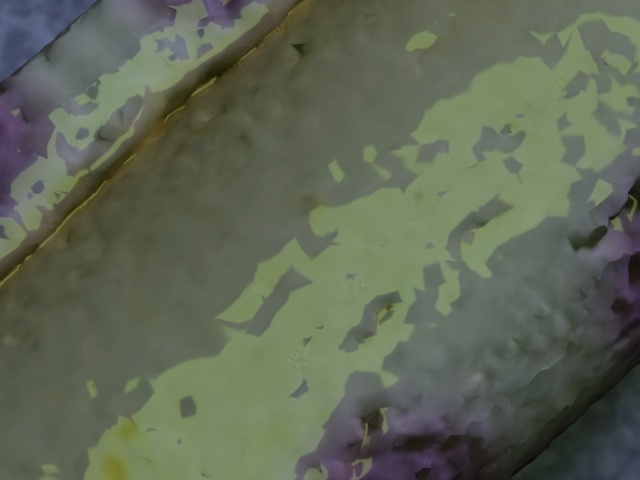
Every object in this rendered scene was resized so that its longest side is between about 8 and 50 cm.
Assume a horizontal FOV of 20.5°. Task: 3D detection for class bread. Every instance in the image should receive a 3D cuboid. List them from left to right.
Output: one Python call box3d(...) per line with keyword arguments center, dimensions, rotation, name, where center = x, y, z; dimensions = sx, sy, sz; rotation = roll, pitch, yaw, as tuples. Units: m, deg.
box3d(center=(0.000, 0.000, 0.522), dimensions=(0.338, 0.155, 0.187), rotation=(-43, 77, -5), name="bread")
